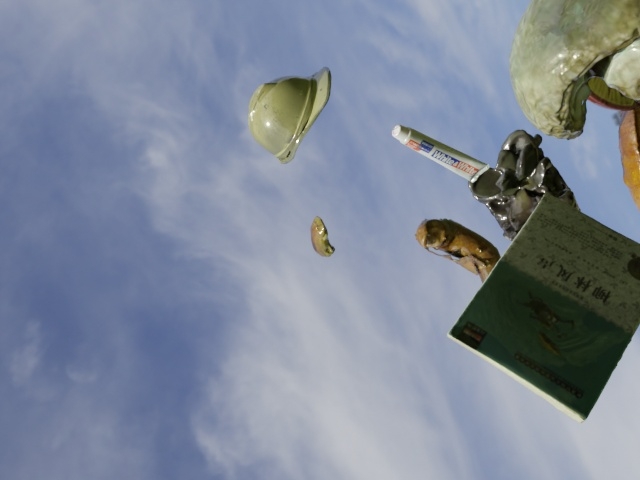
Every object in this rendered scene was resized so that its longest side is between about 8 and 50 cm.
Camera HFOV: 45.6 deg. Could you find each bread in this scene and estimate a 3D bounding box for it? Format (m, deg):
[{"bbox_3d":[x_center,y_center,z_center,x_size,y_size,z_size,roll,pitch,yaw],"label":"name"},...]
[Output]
[{"bbox_3d":[0.785,-0.199,1.744,0.312,0.172,0.312,27,-122,-53],"label":"bread"}]

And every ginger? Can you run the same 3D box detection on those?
[{"bbox_3d":[0.385,0.026,2.054,0.309,0.107,0.133,28,-138,-16],"label":"ginger"}]

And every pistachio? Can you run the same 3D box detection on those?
[{"bbox_3d":[0.000,0.000,1.932,0.089,0.049,0.173,59,176,21],"label":"pistachio"}]

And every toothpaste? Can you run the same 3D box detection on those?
[{"bbox_3d":[0.226,-0.166,1.437,0.218,0.052,0.033,22,-142,-28],"label":"toothpaste"}]

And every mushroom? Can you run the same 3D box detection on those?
[{"bbox_3d":[0.332,-0.261,0.902,0.164,0.267,0.189,13,-126,-49],"label":"mushroom"}]

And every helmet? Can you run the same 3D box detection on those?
[{"bbox_3d":[-0.094,-0.312,1.778,0.137,0.257,0.204,20,-144,-21],"label":"helmet"}]

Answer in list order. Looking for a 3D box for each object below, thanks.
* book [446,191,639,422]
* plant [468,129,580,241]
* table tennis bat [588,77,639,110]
[{"bbox_3d":[0.427,0.102,1.341,0.264,0.031,0.379,31,-119,18],"label":"book"},{"bbox_3d":[0.470,-0.093,1.714,0.276,0.199,0.188,45,-164,-34],"label":"plant"},{"bbox_3d":[0.619,-0.364,1.475,0.414,0.051,0.268,27,-90,-24],"label":"table tennis bat"}]
